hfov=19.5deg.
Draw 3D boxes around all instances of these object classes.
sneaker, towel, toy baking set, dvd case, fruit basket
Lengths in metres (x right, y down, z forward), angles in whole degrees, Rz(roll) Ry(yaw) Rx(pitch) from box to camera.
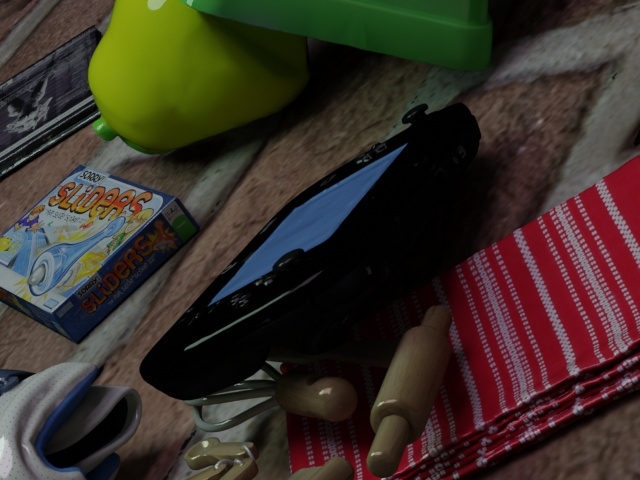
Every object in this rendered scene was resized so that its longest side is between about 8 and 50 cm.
[{"bbox_3d":[-0.226,0.139,1.255,0.236,0.130,0.323,-17,17,4],"label":"sneaker"},{"bbox_3d":[0.096,0.059,1.076,0.275,0.031,0.199,-30,26,12],"label":"towel"},{"bbox_3d":[-0.015,0.094,1.056,0.197,0.030,0.256,-18,21,27],"label":"toy baking set"},{"bbox_3d":[-0.288,-0.135,1.879,0.164,0.018,0.221,-31,25,7],"label":"dvd case"},{"bbox_3d":[-0.025,-0.214,1.508,0.392,0.283,0.392,-168,90,-79],"label":"fruit basket"}]

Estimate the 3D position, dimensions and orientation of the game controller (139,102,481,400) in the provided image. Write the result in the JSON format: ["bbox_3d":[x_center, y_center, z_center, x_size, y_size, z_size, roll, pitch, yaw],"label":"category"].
[{"bbox_3d":[0.000,0.000,1.174,0.166,0.067,0.319,-20,14,26],"label":"game controller"}]

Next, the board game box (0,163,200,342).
[{"bbox_3d":[-0.196,0.006,1.510,0.136,0.035,0.201,-44,27,-16],"label":"board game box"}]
